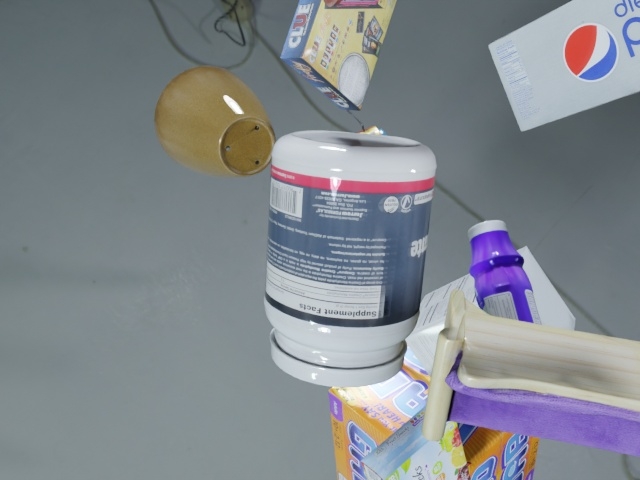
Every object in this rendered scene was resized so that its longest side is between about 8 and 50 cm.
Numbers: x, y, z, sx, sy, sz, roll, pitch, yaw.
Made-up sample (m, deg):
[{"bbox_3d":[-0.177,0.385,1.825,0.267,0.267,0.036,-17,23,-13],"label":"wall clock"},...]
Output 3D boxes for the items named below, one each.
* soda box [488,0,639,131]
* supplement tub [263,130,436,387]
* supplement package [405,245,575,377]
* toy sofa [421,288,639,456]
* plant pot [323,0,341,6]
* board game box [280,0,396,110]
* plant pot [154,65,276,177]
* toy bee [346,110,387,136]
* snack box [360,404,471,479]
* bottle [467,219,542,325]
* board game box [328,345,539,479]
[{"bbox_3d":[0.280,-0.179,0.495,0.098,0.286,0.091,-29,98,-31],"label":"soda box"},{"bbox_3d":[0.030,0.014,0.755,0.191,0.191,0.272,5,106,3],"label":"supplement tub"},{"bbox_3d":[0.353,0.182,1.309,0.262,0.198,0.199,-32,97,32],"label":"supplement package"},{"bbox_3d":[0.305,0.186,0.712,0.362,0.177,0.150,9,118,8],"label":"toy sofa"},{"bbox_3d":[0.146,-0.383,0.668,0.265,0.272,0.272,0,76,-9],"label":"plant pot"},{"bbox_3d":[0.040,-0.341,0.939,0.042,0.165,0.243,13,81,37],"label":"board game box"},{"bbox_3d":[-0.196,-0.225,1.304,0.237,0.254,0.237,-11,115,-24],"label":"plant pot"},{"bbox_3d":[0.085,-0.143,1.164,0.195,0.298,0.162,-40,35,11],"label":"toy bee"},{"bbox_3d":[0.177,0.421,1.120,0.174,0.070,0.207,-32,120,-24],"label":"snack box"},{"bbox_3d":[0.305,0.107,1.034,0.092,0.118,0.283,-14,68,13],"label":"bottle"},{"bbox_3d":[0.277,0.479,1.524,0.356,0.356,0.356,-29,40,-31],"label":"board game box"}]
